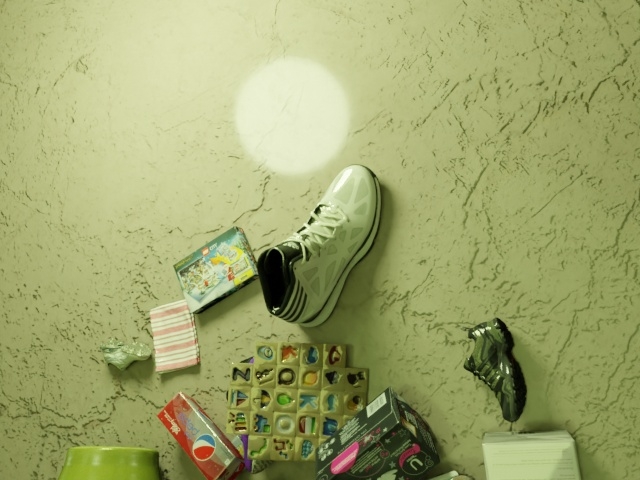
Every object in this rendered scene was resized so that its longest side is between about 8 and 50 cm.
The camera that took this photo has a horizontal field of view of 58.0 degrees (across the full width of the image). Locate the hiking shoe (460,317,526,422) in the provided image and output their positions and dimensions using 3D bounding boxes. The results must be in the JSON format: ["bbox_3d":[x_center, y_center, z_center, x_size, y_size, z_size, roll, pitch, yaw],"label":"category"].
[{"bbox_3d":[0.386,0.294,1.299,0.114,0.086,0.226,-20,66,33],"label":"hiking shoe"}]

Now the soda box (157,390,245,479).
[{"bbox_3d":[-0.312,0.522,1.518,0.263,0.083,0.092,36,79,34],"label":"soda box"}]

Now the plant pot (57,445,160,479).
[{"bbox_3d":[-0.558,0.723,1.497,0.367,0.366,0.352,-9,65,22],"label":"plant pot"}]

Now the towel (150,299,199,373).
[{"bbox_3d":[-0.426,0.276,1.674,0.144,0.029,0.196,-17,74,19],"label":"towel"}]

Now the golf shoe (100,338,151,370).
[{"bbox_3d":[-0.572,0.346,1.717,0.176,0.069,0.085,4,102,27],"label":"golf shoe"}]

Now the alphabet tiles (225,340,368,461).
[{"bbox_3d":[-0.057,0.396,1.426,0.343,0.011,0.284,2,80,0],"label":"alphabet tiles"}]

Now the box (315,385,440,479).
[{"bbox_3d":[0.122,0.485,1.303,0.247,0.163,0.142,-43,101,10],"label":"box"}]

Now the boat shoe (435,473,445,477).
[{"bbox_3d":[0.254,0.638,1.291,0.081,0.069,0.227,20,92,-12],"label":"boat shoe"}]

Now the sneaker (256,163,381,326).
[{"bbox_3d":[0.001,0.001,1.414,0.169,0.257,0.447,22,89,26],"label":"sneaker"}]

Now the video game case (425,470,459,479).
[{"bbox_3d":[0.222,0.602,1.233,0.191,0.022,0.173,-14,98,-9],"label":"video game case"}]

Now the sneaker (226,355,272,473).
[{"bbox_3d":[-0.180,0.446,1.505,0.146,0.102,0.293,-2,76,30],"label":"sneaker"}]

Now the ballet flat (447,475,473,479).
[{"bbox_3d":[0.320,0.649,1.192,0.108,0.106,0.315,-11,97,-8],"label":"ballet flat"}]

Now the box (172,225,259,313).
[{"bbox_3d":[-0.295,0.085,1.644,0.233,0.044,0.159,-31,70,16],"label":"box"}]

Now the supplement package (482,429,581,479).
[{"bbox_3d":[0.435,0.545,1.162,0.178,0.175,0.292,-8,77,16],"label":"supplement package"}]

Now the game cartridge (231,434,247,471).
[{"bbox_3d":[-0.212,0.567,1.533,0.083,0.017,0.056,44,103,24],"label":"game cartridge"}]
